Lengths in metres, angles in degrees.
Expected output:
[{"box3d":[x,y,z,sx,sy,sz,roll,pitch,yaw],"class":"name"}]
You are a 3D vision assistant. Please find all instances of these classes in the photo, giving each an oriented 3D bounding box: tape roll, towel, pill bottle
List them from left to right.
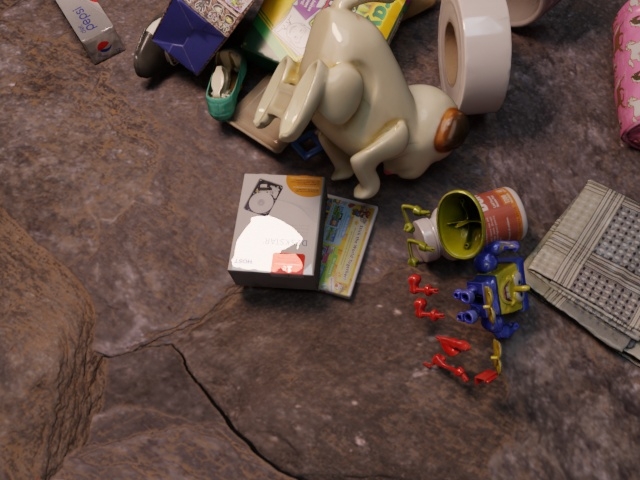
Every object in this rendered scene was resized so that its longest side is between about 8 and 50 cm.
[{"box3d":[0.311,-0.028,1.199,0.216,0.121,0.121,-17,65,-4],"class":"pill bottle"},{"box3d":[0.343,-0.431,1.296,0.100,0.286,0.286,-6,65,2],"class":"tape roll"},{"box3d":[0.615,0.054,1.174,0.312,0.056,0.324,36,73,19],"class":"towel"}]

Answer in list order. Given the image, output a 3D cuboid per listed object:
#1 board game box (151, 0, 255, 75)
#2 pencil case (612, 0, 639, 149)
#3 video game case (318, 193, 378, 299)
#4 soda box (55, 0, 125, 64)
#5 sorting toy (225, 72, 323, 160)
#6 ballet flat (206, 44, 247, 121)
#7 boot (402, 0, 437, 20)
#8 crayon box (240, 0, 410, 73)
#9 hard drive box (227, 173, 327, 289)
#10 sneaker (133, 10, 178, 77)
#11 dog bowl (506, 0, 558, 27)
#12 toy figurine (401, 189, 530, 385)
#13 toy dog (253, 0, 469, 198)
[{"box3d":[-0.242,-0.578,1.352,0.141,0.232,0.291,37,67,-20],"class":"board game box"},{"box3d":[0.776,-0.398,1.316,0.167,0.160,0.386,9,65,-1],"class":"pencil case"},{"box3d":[0.000,0.000,1.264,0.206,0.026,0.227,15,66,11],"class":"video game case"},{"box3d":[-0.652,-0.624,1.569,0.098,0.091,0.286,-31,67,-10],"class":"soda box"},{"box3d":[-0.114,-0.312,1.408,0.347,0.047,0.196,35,68,19],"class":"sorting toy"},{"box3d":[-0.228,-0.408,1.388,0.083,0.087,0.248,3,62,1],"class":"ballet flat"},{"box3d":[0.137,-0.649,1.527,0.269,0.089,0.236,-36,80,-11],"class":"boot"},{"box3d":[0.029,-0.553,1.400,0.313,0.106,0.363,25,86,7],"class":"crayon box"},{"box3d":[-0.085,-0.020,1.216,0.181,0.089,0.232,2,65,6],"class":"hard drive box"},{"box3d":[-0.344,-0.530,1.483,0.146,0.122,0.331,31,67,13],"class":"sneaker"},{"box3d":[0.435,-0.664,1.378,0.348,0.349,0.102,36,84,19],"class":"dog bowl"},{"box3d":[0.314,0.071,1.120,0.217,0.191,0.363,-15,96,-38],"class":"toy figurine"},{"box3d":[0.116,-0.288,1.231,0.407,0.284,0.396,24,89,-27],"class":"toy dog"}]
